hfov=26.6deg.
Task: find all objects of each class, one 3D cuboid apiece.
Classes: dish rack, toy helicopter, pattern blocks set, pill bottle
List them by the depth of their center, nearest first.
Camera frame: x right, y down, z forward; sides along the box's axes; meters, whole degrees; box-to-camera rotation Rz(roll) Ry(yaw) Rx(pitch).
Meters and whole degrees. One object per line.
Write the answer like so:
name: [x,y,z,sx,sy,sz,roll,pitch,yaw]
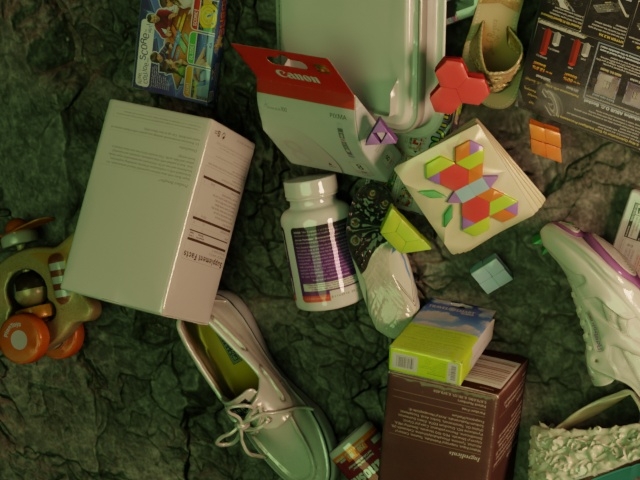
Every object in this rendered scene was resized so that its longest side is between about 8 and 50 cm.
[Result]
pattern blocks set: [0.205,-0.075,1.874,0.325,0.026,0.285,38,116,-20]
dish rack: [0.040,-0.310,1.884,0.286,0.072,0.332,17,118,36]
pill bottle: [0.000,0.000,2.019,0.108,0.108,0.193,-5,102,25]
pill bottle: [0.092,0.360,2.086,0.152,0.086,0.086,49,117,5]
toy helicopter: [-0.423,0.023,2.222,0.355,0.140,0.235,-44,75,16]

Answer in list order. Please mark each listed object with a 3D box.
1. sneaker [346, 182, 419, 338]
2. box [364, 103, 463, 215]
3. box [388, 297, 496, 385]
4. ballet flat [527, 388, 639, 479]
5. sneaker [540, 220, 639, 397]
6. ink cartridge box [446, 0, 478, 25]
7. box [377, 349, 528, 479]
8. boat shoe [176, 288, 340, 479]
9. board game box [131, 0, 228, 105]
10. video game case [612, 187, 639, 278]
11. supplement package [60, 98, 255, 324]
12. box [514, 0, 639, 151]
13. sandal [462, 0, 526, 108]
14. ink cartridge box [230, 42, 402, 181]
sneaker: [0.091,0.027,1.994,0.085,0.086,0.237,-10,104,8]
box: [0.136,-0.146,1.961,0.114,0.036,0.207,18,110,18]
box: [0.177,0.142,1.942,0.109,0.178,0.042,12,115,20]
ballet flat: [0.467,0.262,1.879,0.409,0.147,0.147,-18,96,26]
sneaker: [0.387,0.108,1.831,0.152,0.114,0.305,-45,75,19]
ink cartridge box: [0.188,-0.366,1.859,0.175,0.072,0.127,-17,97,26]
box: [0.193,0.271,1.972,0.167,0.168,0.203,11,107,20]
boat shoe: [-0.108,0.251,2.105,0.136,0.156,0.367,-30,90,27]
board game box: [-0.214,-0.319,2.069,0.136,0.035,0.201,16,109,19]
video game case: [0.487,0.049,1.868,0.183,0.023,0.201,21,110,18]
supplement package: [-0.240,-0.039,2.025,0.178,0.175,0.292,14,86,20]
box: [0.426,-0.236,1.749,0.307,0.076,0.242,22,131,17]
sandal: [0.233,-0.255,1.812,0.088,0.079,0.240,8,132,8]
ink cartridge box: [-0.015,-0.176,1.904,0.189,0.232,0.066,15,72,39]
